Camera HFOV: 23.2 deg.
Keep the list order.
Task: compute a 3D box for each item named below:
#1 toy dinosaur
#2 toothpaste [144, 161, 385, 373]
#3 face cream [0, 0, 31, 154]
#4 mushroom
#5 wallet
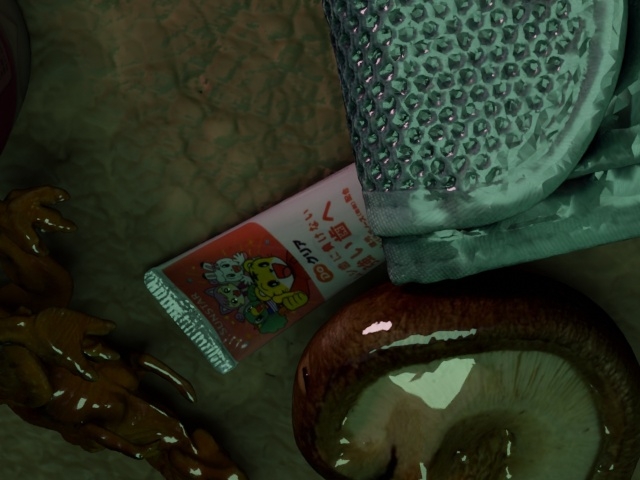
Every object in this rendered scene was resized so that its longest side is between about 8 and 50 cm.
[{"bbox_3d":[-0.209,0.053,0.991,0.432,0.097,0.208,28,143,-4],"label":"toy dinosaur"},{"bbox_3d":[0.000,0.000,0.996,0.234,0.057,0.089,-31,108,23],"label":"toothpaste"},{"bbox_3d":[-0.266,-0.084,0.891,0.175,0.195,0.175,1,115,2],"label":"face cream"},{"bbox_3d":[0.096,0.099,0.994,0.231,0.138,0.194,34,99,-22],"label":"mushroom"},{"bbox_3d":[0.116,-0.155,0.875,0.237,0.075,0.342,-11,102,2],"label":"wallet"}]
